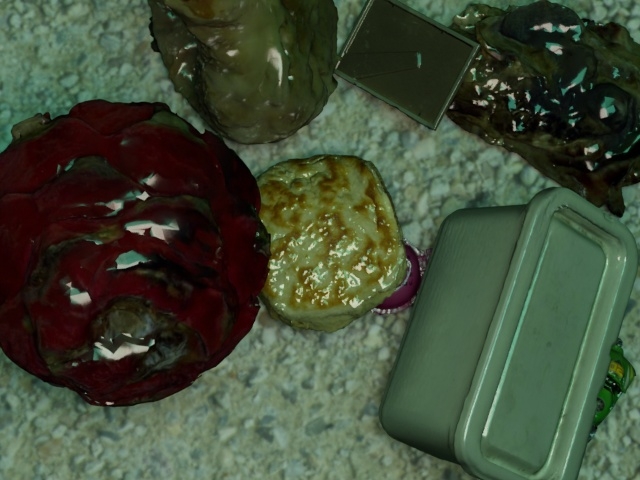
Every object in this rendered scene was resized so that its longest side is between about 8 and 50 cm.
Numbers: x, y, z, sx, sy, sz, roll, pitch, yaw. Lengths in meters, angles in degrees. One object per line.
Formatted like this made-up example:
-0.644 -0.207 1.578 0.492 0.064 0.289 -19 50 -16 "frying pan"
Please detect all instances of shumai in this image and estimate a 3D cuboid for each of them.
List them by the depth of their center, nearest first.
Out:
-0.077 -0.291 1.615 0.217 0.283 0.346 -6 80 -8 "shumai"

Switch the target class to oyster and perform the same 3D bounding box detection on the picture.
0.279 -0.196 1.757 0.361 0.096 0.221 31 71 -6 "oyster"

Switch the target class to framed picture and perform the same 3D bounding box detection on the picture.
0.095 -0.205 1.718 0.149 0.011 0.109 33 99 22 "framed picture"

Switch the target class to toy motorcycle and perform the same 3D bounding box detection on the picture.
0.292 0.184 1.685 0.074 0.106 0.190 34 76 -2 "toy motorcycle"

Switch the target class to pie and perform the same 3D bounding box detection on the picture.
0.000 0.000 1.666 0.178 0.084 0.205 -22 69 1 "pie"

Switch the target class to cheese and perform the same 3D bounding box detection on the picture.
0.092 0.034 1.712 0.145 0.038 0.095 -4 83 -11 "cheese"

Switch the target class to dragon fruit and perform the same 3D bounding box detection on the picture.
-0.201 0.010 1.527 0.329 0.329 0.329 2 80 -9 "dragon fruit"

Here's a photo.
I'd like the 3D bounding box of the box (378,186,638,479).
0.191 0.105 1.630 0.175 0.182 0.312 28 76 -35 "box"
